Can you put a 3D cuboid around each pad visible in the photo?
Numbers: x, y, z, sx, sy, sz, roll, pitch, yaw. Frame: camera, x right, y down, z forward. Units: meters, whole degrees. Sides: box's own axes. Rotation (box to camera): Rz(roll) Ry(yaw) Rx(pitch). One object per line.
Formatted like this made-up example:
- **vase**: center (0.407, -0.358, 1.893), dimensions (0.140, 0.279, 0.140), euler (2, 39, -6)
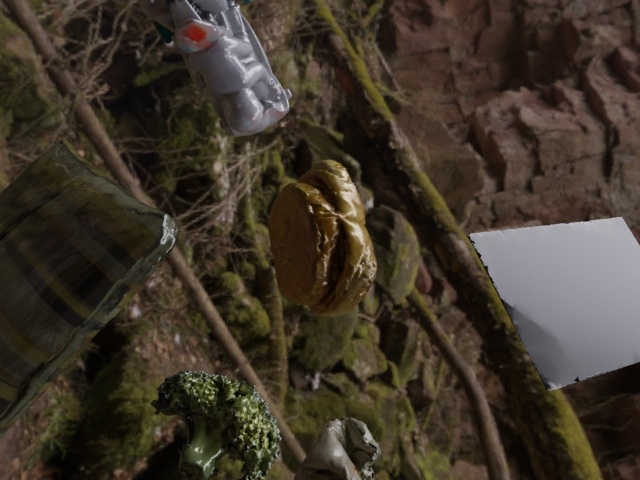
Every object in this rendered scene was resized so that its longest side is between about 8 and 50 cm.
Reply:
- **pad**: center (0.415, 0.078, 0.954), dimensions (0.007, 0.368, 0.247), euler (-53, -128, 50)

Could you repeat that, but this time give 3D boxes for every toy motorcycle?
- **toy motorcycle**: center (-0.102, -0.196, 0.694), dimensions (0.260, 0.110, 0.170), euler (47, 21, -68)

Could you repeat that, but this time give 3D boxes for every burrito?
- **burrito**: center (-0.004, 0.188, 0.355), dimensions (0.058, 0.045, 0.188), euler (-39, 147, -63)

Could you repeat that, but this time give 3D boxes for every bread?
- **bread**: center (-0.001, 0.001, 0.957), dimensions (0.198, 0.120, 0.236), euler (128, -45, -55)

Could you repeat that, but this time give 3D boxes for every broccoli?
- **broccoli**: center (-0.089, 0.156, 0.515), dimensions (0.092, 0.095, 0.097), euler (-60, 140, -43)

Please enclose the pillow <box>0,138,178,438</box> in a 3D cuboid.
- **pillow**: center (-0.194, 0.038, 0.356), dimensions (0.208, 0.212, 0.052), euler (29, -13, 48)
